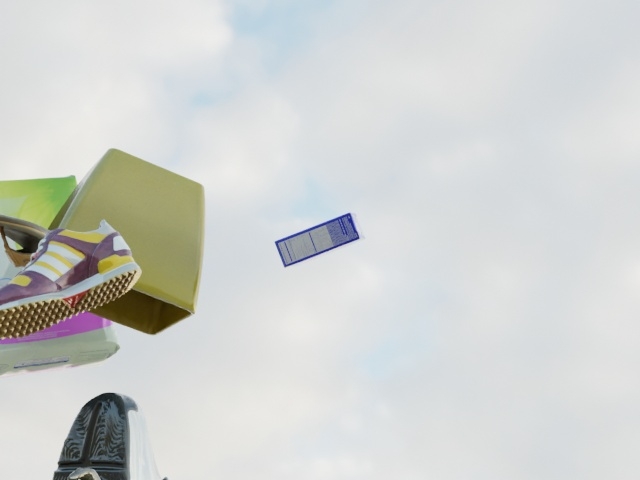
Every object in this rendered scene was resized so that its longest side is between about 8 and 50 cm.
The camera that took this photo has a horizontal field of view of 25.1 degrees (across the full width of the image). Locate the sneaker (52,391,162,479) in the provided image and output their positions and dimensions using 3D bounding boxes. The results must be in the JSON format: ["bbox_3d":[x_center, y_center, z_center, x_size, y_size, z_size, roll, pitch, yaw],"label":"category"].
[{"bbox_3d":[-0.231,0.437,2.024,0.257,0.447,0.169,5,-8,-45],"label":"sneaker"}]

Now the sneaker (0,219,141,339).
[{"bbox_3d":[-0.277,0.036,1.452,0.084,0.185,0.069,56,-39,20],"label":"sneaker"}]

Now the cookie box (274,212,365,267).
[{"bbox_3d":[0.000,0.000,1.890,0.107,0.040,0.092,-21,-2,6],"label":"cookie box"}]

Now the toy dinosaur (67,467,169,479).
[{"bbox_3d":[-0.168,0.312,1.344,0.160,0.121,0.313,-37,-30,-1],"label":"toy dinosaur"}]

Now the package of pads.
[{"bbox_3d":[-0.448,0.053,2.135,0.229,0.296,0.101,-4,-23,-35],"label":"package of pads"}]

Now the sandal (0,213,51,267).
[{"bbox_3d":[-0.336,0.017,1.693,0.072,0.049,0.180,5,-26,36],"label":"sandal"}]

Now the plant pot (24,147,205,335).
[{"bbox_3d":[-0.270,-0.005,1.986,0.212,0.187,0.212,22,-19,-16],"label":"plant pot"}]
